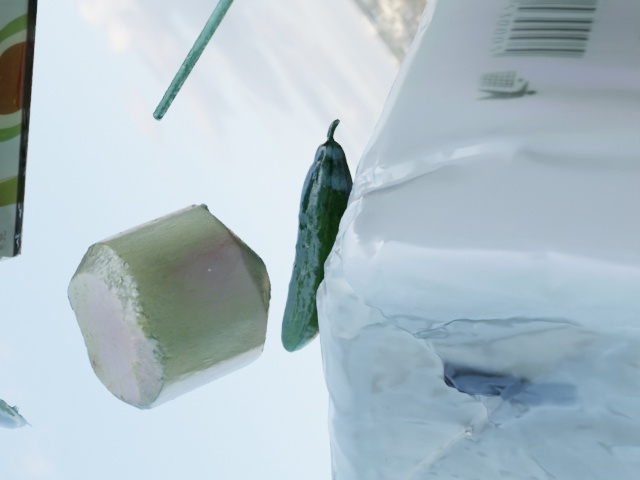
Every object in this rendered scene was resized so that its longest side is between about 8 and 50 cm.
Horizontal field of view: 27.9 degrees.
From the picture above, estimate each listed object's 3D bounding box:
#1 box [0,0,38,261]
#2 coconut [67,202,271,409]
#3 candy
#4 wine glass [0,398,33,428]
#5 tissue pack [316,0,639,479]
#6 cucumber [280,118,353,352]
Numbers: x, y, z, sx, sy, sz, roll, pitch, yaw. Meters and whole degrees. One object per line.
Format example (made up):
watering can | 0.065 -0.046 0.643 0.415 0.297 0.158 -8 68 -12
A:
box | -0.469 -0.108 1.208 0.385 0.344 0.122 -17 -137 -36
coconut | -0.109 0.048 1.020 0.147 0.152 0.147 35 138 39
candy | -0.060 -0.233 1.088 0.092 0.335 0.093 14 -147 -39
wine glass | -0.375 0.237 1.032 0.143 0.321 0.143 26 156 13
tissue pack | 0.168 -0.037 0.522 0.356 0.266 0.194 -66 -23 -43
cucumber | 0.000 0.000 1.315 0.056 0.250 0.056 9 -166 -2
